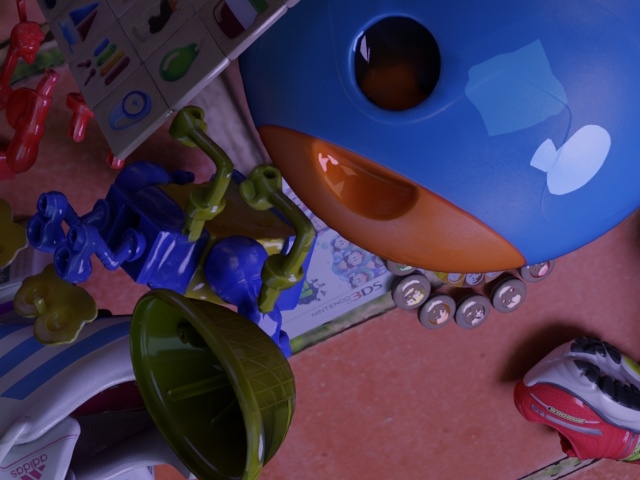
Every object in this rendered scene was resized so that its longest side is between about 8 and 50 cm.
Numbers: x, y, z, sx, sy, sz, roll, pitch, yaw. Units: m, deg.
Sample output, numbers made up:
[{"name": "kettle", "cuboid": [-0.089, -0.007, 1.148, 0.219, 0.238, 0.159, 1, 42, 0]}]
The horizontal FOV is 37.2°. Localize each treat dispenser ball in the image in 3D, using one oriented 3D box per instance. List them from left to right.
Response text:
[{"name": "treat dispenser ball", "cuboid": [0.093, -0.123, 0.592, 0.288, 0.288, 0.288, -8, 123, -12]}]

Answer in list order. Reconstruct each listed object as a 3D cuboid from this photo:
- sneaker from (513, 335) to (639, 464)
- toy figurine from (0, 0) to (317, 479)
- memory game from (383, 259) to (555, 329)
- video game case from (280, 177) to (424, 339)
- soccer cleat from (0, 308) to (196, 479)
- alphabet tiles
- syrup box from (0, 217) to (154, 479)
[{"name": "sneaker", "cuboid": [0.306, 0.188, 0.985, 0.279, 0.107, 0.118, 33, 126, -27]}, {"name": "toy figurine", "cuboid": [-0.060, -0.013, 0.629, 0.217, 0.362, 0.191, 3, 115, -45]}, {"name": "memory game", "cuboid": [0.141, 0.002, 0.840, 0.186, 0.012, 0.186, -11, 122, -18]}, {"name": "video game case", "cuboid": [0.000, 0.000, 0.806, 0.143, 0.019, 0.157, -26, 125, 0]}, {"name": "soccer cleat", "cuboid": [-0.228, 0.116, 0.621, 0.331, 0.143, 0.116, -6, 122, -12]}, {"name": "alphabet tiles", "cuboid": [-0.085, -0.187, 0.540, 0.198, 0.237, 0.009, -40, 146, 12]}, {"name": "syrup box", "cuboid": [-0.221, 0.109, 0.764, 0.096, 0.093, 0.237, -20, 124, -3]}]
